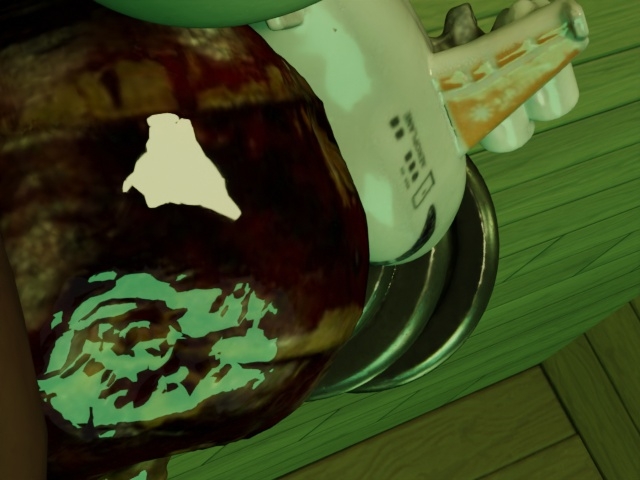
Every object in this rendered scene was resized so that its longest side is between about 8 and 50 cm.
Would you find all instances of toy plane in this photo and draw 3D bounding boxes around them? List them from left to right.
[{"bbox_3d":[0.007,-0.069,0.838,0.244,0.117,0.245,-5,137,-4],"label":"toy plane"}]

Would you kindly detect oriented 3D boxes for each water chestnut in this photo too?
[{"bbox_3d":[-0.091,-0.017,0.682,0.223,0.238,0.224,-14,172,-2],"label":"water chestnut"}]

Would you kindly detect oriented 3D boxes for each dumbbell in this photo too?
[{"bbox_3d":[0.000,0.000,1.064,0.192,0.192,0.290,-31,169,14],"label":"dumbbell"}]

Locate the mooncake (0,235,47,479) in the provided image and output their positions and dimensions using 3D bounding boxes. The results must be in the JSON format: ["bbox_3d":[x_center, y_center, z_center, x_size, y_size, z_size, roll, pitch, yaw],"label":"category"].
[{"bbox_3d":[-0.231,0.030,0.436,0.325,0.174,0.334,9,121,-28],"label":"mooncake"}]

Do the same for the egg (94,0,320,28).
[{"bbox_3d":[-0.027,-0.142,0.527,0.149,0.149,0.192,-20,172,-32],"label":"egg"}]
